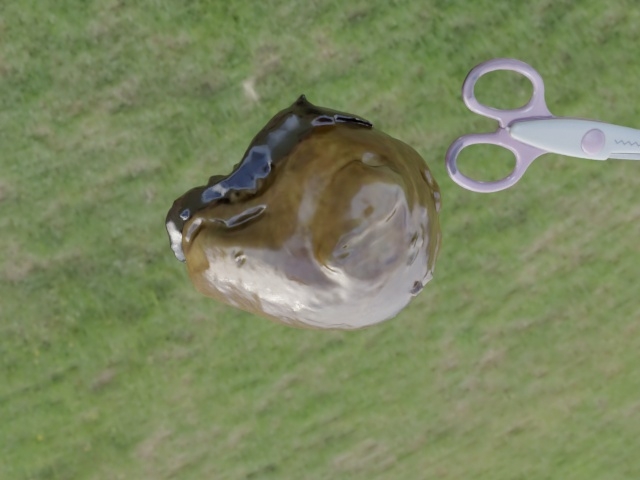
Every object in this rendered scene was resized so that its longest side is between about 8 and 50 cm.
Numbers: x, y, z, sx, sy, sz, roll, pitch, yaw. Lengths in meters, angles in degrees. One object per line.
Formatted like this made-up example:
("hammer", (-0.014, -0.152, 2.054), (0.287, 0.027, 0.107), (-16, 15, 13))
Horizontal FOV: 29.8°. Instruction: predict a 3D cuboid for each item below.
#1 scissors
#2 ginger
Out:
("scissors", (0.164, -0.065, 0.763), (0.176, 0.022, 0.086), (6, 107, -20))
("ginger", (0.001, 0.001, 1.238), (0.269, 0.223, 0.200), (-44, 152, 9))
